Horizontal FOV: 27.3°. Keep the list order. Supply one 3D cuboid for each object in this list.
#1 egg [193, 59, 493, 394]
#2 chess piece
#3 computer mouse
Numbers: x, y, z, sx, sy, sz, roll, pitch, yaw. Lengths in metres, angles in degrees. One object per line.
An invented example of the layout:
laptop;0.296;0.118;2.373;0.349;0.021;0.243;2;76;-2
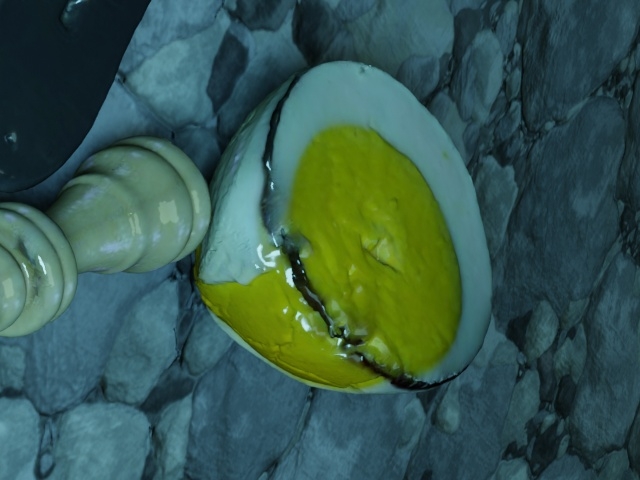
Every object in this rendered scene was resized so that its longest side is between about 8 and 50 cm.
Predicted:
egg;0.000;0.000;1.254;0.337;0.201;0.337;20;63;-47
chess piece;-0.226;0.024;0.957;0.397;0.117;0.117;-36;132;-58
computer mouse;-0.216;-0.162;0.993;0.137;0.086;0.269;43;62;-46
